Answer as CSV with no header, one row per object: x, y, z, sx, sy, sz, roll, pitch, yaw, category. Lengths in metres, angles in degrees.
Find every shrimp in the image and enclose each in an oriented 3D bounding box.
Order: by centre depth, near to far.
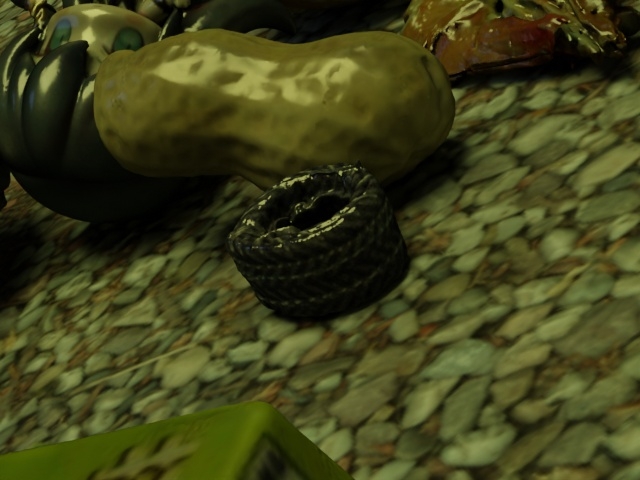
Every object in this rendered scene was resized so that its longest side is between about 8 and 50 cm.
0.142,-0.163,1.340,0.154,0.062,0.294,-46,23,-3,shrimp

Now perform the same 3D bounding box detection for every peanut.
-0.036,-0.082,1.267,0.257,0.123,0.123,1,35,18,peanut

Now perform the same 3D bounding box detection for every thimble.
0.002,-0.001,1.178,0.104,0.066,0.095,-12,32,29,thimble

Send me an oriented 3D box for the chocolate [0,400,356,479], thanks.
-0.135,0.218,0.833,0.289,0.137,0.301,-14,30,32,chocolate

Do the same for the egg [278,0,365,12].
-0.011,-0.288,1.558,0.245,0.203,0.203,-5,30,10,egg

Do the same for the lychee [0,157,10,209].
-0.375,-0.043,1.446,0.300,0.300,0.300,-25,25,13,lychee

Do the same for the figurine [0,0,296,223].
-0.146,-0.137,1.437,0.175,0.197,0.265,0,42,44,figurine
